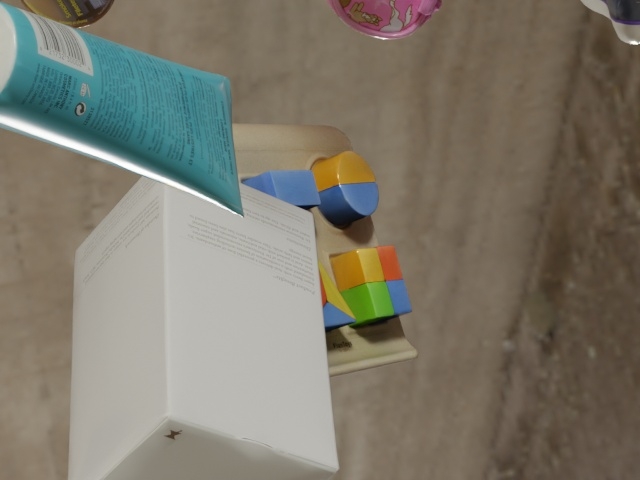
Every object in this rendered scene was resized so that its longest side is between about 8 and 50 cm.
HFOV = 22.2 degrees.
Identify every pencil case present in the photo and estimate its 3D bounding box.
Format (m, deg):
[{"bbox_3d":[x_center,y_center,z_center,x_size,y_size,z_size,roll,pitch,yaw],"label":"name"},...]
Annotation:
[{"bbox_3d":[0.069,-0.370,2.188,0.386,0.167,0.160,-101,-1,-75],"label":"pencil case"}]

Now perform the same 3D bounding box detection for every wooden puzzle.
[{"bbox_3d":[0.000,0.000,2.073,0.080,0.322,0.348,-25,79,33],"label":"wooden puzzle"}]

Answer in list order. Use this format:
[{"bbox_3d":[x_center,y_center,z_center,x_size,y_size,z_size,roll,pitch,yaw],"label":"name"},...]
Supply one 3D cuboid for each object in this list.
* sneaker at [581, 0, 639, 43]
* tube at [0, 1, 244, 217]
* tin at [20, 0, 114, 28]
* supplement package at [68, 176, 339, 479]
[{"bbox_3d":[0.374,-0.401,2.030,0.323,0.130,0.236,-95,-10,-64],"label":"sneaker"},{"bbox_3d":[-0.099,-0.067,0.797,0.207,0.052,0.080,16,-112,-56],"label":"tube"},{"bbox_3d":[-0.266,-0.293,1.562,0.190,0.106,0.040,59,-163,-22],"label":"tin"},{"bbox_3d":[-0.112,0.104,1.477,0.175,0.177,0.293,-43,37,36],"label":"supplement package"}]
